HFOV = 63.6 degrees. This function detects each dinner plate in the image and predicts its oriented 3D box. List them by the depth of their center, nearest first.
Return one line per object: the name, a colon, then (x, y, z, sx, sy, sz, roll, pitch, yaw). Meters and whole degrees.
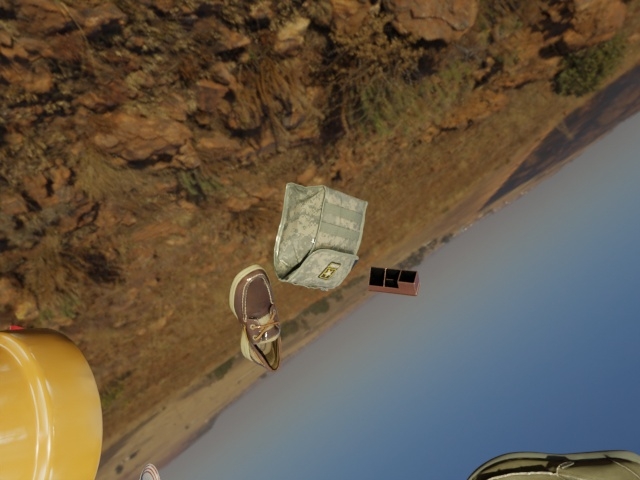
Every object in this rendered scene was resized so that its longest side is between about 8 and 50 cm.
dinner plate: (-0.404, 0.600, 1.212, 0.017, 0.141, 0.141, -10, 171, 2)

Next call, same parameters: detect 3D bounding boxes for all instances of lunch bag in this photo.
lunch bag: (0.000, 0.000, 1.477, 0.168, 0.288, 0.235, 9, 177, 37)

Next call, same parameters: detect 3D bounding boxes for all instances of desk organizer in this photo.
desk organizer: (0.186, 0.104, 1.324, 0.050, 0.130, 0.047, 71, 33, -43)

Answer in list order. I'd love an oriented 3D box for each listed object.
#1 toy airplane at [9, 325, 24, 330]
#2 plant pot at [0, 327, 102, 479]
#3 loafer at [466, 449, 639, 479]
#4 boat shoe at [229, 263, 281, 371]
toy airplane: (-0.518, 0.229, 0.917, 0.028, 0.151, 0.151, -16, 174, 10)
plant pot: (-0.344, 0.188, 0.470, 0.205, 0.205, 0.187, -40, 157, 19)
loafer: (0.314, 0.338, 0.686, 0.250, 0.095, 0.087, -17, -177, 14)
boat shoe: (-0.148, 0.214, 1.336, 0.123, 0.123, 0.342, -26, 135, -32)
